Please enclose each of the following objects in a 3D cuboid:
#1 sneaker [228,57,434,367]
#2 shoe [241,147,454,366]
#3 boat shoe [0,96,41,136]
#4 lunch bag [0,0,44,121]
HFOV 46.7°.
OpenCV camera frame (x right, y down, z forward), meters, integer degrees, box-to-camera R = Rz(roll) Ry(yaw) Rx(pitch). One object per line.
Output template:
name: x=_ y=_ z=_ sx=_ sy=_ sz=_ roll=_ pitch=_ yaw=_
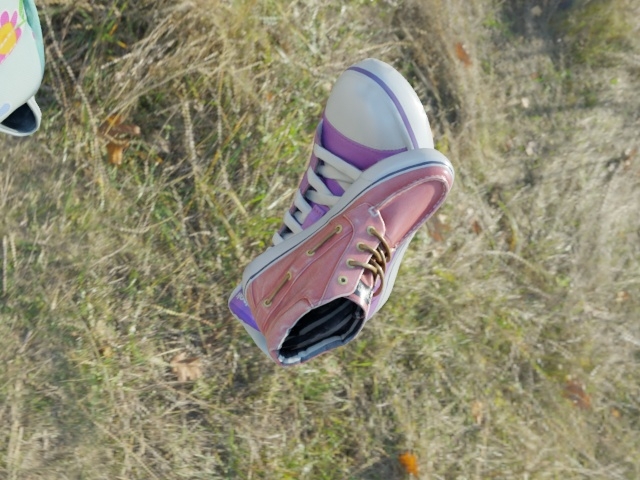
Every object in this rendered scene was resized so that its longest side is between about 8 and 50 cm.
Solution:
sneaker: x=0.001 y=0.001 z=0.605 sx=0.102 sy=0.282 sz=0.161 roll=35 pitch=49 yaw=30
shoe: x=0.028 y=0.014 z=0.514 sx=0.178 sy=0.081 sz=0.063 roll=-35 pitch=132 yaw=7
boat shoe: x=-0.347 y=-0.162 z=0.762 sx=0.079 sy=0.227 sz=0.081 roll=-29 pitch=83 yaw=-1
lunch bag: x=-0.237 y=-0.141 z=0.263 sx=0.224 sy=0.279 sz=0.108 roll=21 pitch=58 yaw=10
